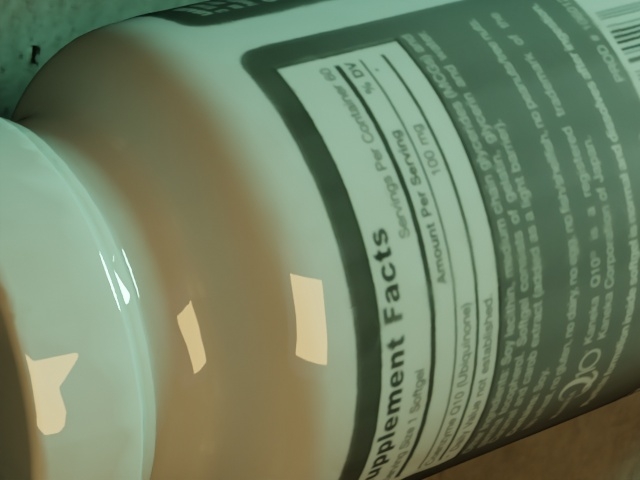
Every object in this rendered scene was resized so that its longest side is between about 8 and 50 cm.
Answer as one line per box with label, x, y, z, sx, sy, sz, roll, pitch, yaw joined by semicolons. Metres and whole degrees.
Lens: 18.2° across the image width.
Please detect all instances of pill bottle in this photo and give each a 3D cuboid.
pill bottle;0.000;0.000;0.807;0.363;0.210;0.210;-17;120;-33
